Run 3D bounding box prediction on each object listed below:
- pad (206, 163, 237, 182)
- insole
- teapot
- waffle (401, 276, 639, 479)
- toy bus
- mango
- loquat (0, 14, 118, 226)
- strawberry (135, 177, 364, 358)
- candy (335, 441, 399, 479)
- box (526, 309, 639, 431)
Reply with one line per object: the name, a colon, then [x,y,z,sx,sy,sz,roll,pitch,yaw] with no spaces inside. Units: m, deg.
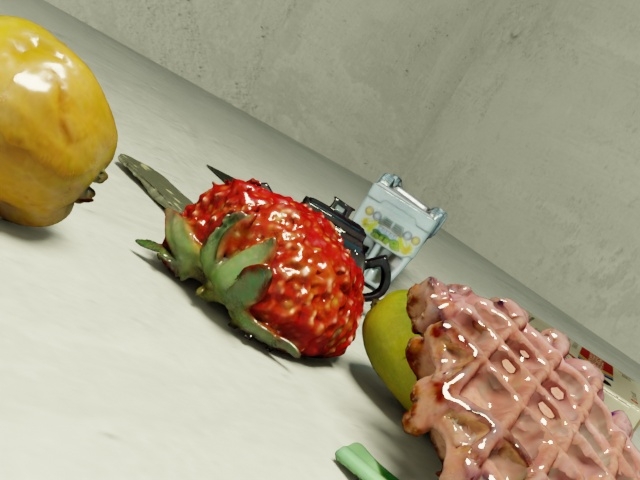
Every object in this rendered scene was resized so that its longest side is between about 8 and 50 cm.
pad: [-0.073,-0.046,1.286,0.143,0.003,0.211,26,10,-37]
insole: [-0.134,-0.028,0.899,0.248,0.011,0.081,39,9,39]
teapot: [0.000,0.000,0.934,0.177,0.096,0.087,32,7,-7]
waffle: [0.142,0.130,0.559,0.221,0.055,0.234,29,36,-27]
toy bus: [0.103,-0.014,1.271,0.109,0.136,0.329,35,7,6]
mango: [0.106,0.110,0.680,0.191,0.085,0.122,42,-2,36]
loquat: [-0.194,-0.074,0.565,0.137,0.137,0.113,32,43,2]
strawberry: [-0.013,0.025,0.714,0.174,0.098,0.228,38,10,39]
candy: [0.084,0.160,0.417,0.073,0.077,0.262,8,12,-34]
box: [0.360,0.188,1.293,0.214,0.069,0.353,34,10,16]
